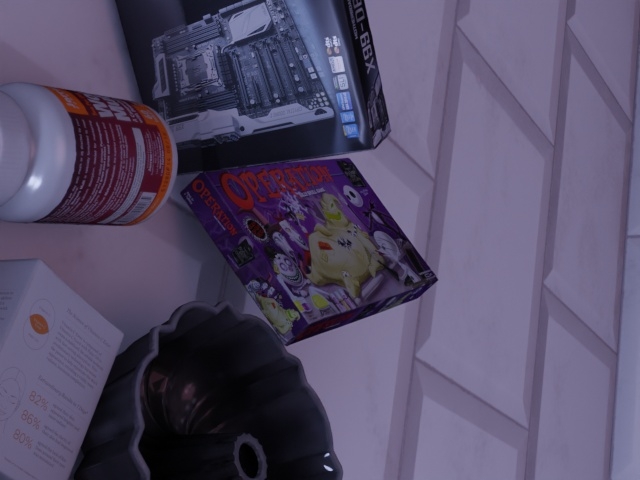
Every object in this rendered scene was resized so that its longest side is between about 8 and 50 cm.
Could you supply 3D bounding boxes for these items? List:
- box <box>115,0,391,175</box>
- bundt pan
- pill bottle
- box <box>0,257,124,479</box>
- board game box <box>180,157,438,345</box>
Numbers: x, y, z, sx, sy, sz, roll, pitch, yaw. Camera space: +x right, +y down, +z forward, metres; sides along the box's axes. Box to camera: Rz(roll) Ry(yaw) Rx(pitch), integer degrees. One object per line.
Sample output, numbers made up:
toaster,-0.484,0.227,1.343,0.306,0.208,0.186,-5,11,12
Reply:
box,-0.079,-0.230,1.200,0.076,0.243,0.307,-49,130,-63
bundt pan,-0.116,0.230,1.170,0.331,0.124,0.330,40,39,-43
pill bottle,-0.236,-0.074,1.045,0.221,0.121,0.121,2,86,-60
box,-0.263,0.120,1.011,0.130,0.091,0.170,51,46,-44
board game box,0.000,0.000,1.402,0.208,0.056,0.347,50,26,14
